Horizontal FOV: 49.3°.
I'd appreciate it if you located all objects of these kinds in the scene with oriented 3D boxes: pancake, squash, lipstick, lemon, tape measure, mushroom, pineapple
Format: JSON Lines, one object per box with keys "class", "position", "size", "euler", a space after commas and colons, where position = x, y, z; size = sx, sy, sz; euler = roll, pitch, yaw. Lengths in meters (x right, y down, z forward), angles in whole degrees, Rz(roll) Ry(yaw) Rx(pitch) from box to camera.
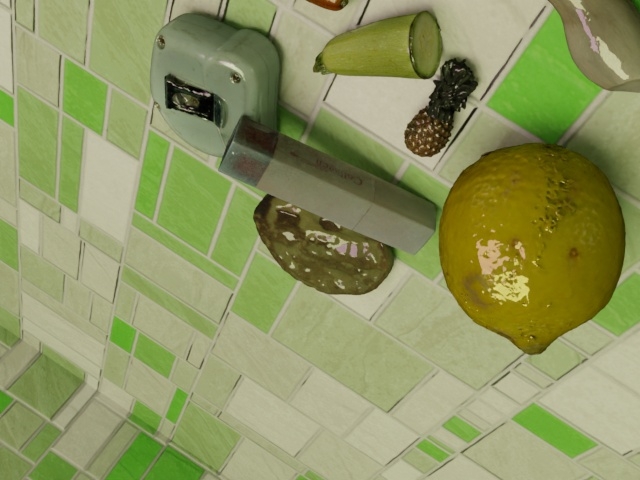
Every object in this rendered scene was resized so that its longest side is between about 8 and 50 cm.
{"class": "pancake", "position": [0.000, 0.000, 1.383], "size": [0.295, 0.049, 0.294], "euler": [17, 138, 16]}
{"class": "squash", "position": [0.070, -0.277, 1.046], "size": [0.224, 0.094, 0.094], "euler": [2, 130, 41]}
{"class": "lipstick", "position": [0.018, -0.088, 1.178], "size": [0.372, 0.076, 0.079], "euler": [22, 134, -13]}
{"class": "lemon", "position": [0.298, 0.007, 1.000], "size": [0.258, 0.309, 0.258], "euler": [5, 168, 1]}
{"class": "tape measure", "position": [-0.180, -0.248, 1.205], "size": [0.246, 0.125, 0.243], "euler": [22, 138, 14]}
{"class": "mushroom", "position": [0.336, -0.263, 0.856], "size": [0.212, 0.097, 0.088], "euler": [47, 149, -14]}
{"class": "pineapple", "position": [0.182, -0.200, 1.052], "size": [0.074, 0.074, 0.159], "euler": [31, 133, 6]}

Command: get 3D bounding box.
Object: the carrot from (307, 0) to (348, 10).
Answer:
{"class": "carrot", "position": [-0.067, -0.399, 1.046], "size": [0.248, 0.043, 0.043], "euler": [25, 139, 14]}
